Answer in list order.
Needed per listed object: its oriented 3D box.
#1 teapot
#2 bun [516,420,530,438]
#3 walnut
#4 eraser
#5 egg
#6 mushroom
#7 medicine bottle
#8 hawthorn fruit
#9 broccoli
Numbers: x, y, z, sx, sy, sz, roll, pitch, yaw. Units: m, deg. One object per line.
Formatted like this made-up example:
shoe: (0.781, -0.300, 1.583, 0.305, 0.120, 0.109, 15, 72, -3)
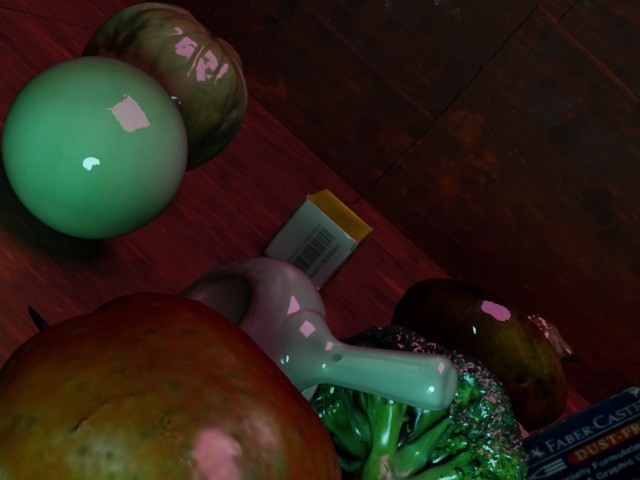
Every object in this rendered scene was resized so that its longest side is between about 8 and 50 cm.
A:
teapot: (-0.042, 0.132, 0.870, 0.318, 0.220, 0.149, 26, -22, 50)
bun: (0.252, 0.332, 1.316, 0.220, 0.134, 0.220, 38, 9, -7)
walnut: (-0.261, -0.238, 1.362, 0.253, 0.277, 0.282, 41, 23, -41)
eraser: (0.316, 0.318, 1.093, 0.155, 0.332, 0.101, -113, 177, -56)
egg: (-0.274, -0.117, 1.044, 0.220, 0.220, 0.269, 37, 15, -19)
mushroom: (0.286, 0.188, 1.522, 0.345, 0.259, 0.345, 31, -28, 19)
medicine bottle: (0.000, 0.000, 1.647, 0.141, 0.137, 0.250, 42, 12, 3)
hawthorn fruit: (-0.137, 0.145, 0.563, 0.300, 0.254, 0.254, 45, 13, 26)
broccoli: (0.087, 0.240, 0.953, 0.297, 0.297, 0.297, 45, 40, 11)
